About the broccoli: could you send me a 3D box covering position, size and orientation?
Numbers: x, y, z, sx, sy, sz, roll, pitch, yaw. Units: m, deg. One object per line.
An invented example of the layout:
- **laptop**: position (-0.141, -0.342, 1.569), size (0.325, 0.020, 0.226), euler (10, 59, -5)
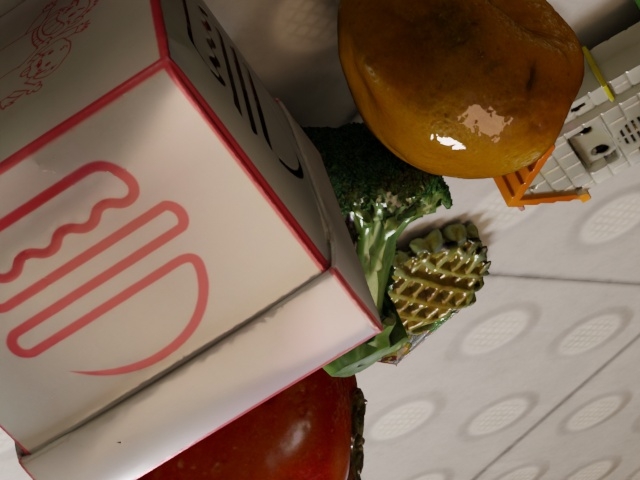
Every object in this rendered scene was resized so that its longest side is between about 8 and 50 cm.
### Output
- **broccoli**: position (0.000, 0.000, 1.536), size (0.307, 0.275, 0.308), euler (-26, 171, -4)

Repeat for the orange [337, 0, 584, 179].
- **orange**: position (0.117, -0.166, 1.404), size (0.249, 0.249, 0.183), euler (4, 132, -43)

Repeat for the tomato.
- **tomato**: position (-0.086, 0.248, 1.824), size (0.289, 0.325, 0.293), euler (-2, 163, 10)

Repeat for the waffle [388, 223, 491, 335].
- **waffle**: position (0.134, 0.063, 1.963), size (0.207, 0.054, 0.214), euler (-21, 146, -15)

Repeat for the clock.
- **clock**: position (0.311, -0.143, 1.740), size (0.255, 0.106, 0.220), euler (-29, 150, 13)

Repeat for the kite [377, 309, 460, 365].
- **kite**: position (0.115, 0.121, 2.093), size (0.198, 0.006, 0.244), euler (-21, 150, -10)

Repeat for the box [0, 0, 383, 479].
- **box**: position (-0.174, -0.025, 1.229), size (0.312, 0.314, 0.300), euler (-32, 122, 9)
